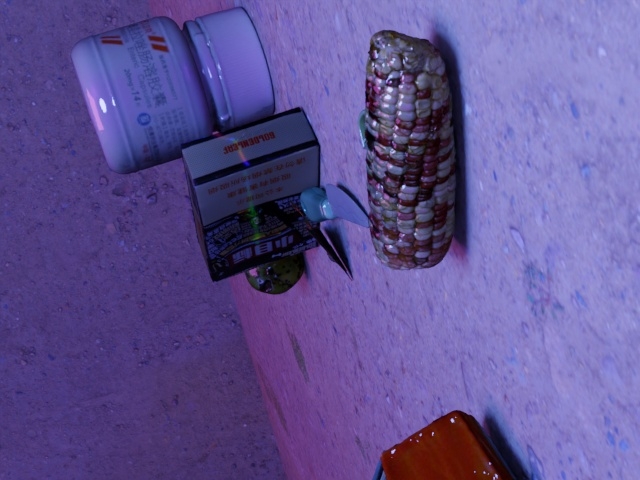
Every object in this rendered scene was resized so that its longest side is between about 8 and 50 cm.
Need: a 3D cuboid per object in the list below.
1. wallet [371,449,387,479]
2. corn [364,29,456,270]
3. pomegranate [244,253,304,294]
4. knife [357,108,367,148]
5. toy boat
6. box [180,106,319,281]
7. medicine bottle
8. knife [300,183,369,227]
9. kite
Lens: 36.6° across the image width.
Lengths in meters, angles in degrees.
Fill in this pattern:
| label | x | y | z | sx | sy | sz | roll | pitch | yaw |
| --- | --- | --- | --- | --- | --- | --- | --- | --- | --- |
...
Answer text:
| label | x | y | z | sx | sy | sz | roll | pitch | yaw |
| --- | --- | --- | --- | --- | --- | --- | --- | --- | --- |
| wallet | 0.126 | 0.434 | 1.371 | 0.176 | 0.075 | 0.251 | -64 | -35 | -54 |
| corn | 0.082 | -0.079 | 0.887 | 0.086 | 0.086 | 0.253 | -121 | 18 | -48 |
| pomegranate | -0.086 | 0.043 | 1.900 | 0.161 | 0.122 | 0.122 | -18 | -90 | -73 |
| knife | 0.070 | -0.132 | 1.043 | 0.212 | 0.015 | 0.054 | -172 | 72 | -79 |
| toy boat | 0.181 | 0.341 | 0.976 | 0.133 | 0.145 | 0.332 | 48 | -167 | -49 |
| box | -0.106 | -0.065 | 1.547 | 0.310 | 0.198 | 0.084 | 90 | 158 | -60 |
| medicine bottle | -0.251 | -0.265 | 1.663 | 0.241 | 0.301 | 0.241 | 161 | 90 | -79 |
| knife | 0.021 | -0.053 | 1.393 | 0.260 | 0.034 | 0.063 | -169 | 61 | -73 |
| kite | 0.000 | 0.000 | 1.503 | 0.159 | 0.010 | 0.190 | 54 | -176 | 3 |
